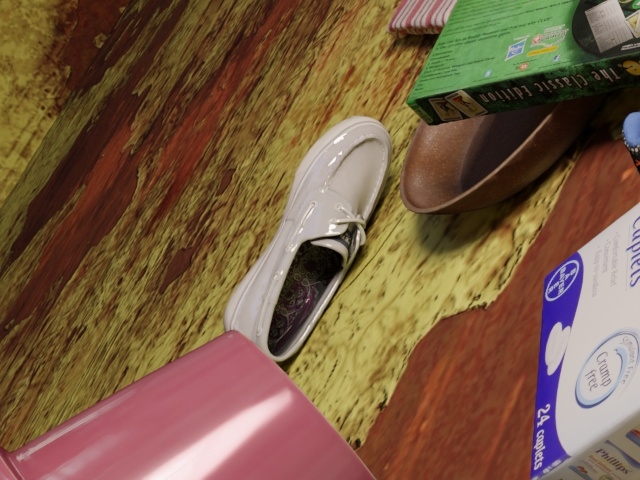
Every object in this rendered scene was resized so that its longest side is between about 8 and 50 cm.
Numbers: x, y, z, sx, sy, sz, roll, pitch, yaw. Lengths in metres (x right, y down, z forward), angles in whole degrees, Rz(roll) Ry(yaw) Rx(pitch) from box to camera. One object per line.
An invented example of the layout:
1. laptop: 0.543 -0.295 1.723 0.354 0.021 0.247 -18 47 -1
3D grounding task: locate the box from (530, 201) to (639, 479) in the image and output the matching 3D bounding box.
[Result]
1. box: 0.153 0.034 0.652 0.137 0.072 0.126 -42 21 33

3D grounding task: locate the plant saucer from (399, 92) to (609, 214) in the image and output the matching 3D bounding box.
1. plant saucer: 0.124 -0.089 1.030 0.198 0.036 0.198 -47 18 20

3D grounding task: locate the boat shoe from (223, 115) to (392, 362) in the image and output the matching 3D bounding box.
1. boat shoe: 0.000 0.000 1.150 0.184 0.066 0.063 -54 31 -9

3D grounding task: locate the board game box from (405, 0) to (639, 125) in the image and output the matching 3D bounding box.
1. board game box: 0.167 -0.136 0.920 0.260 0.030 0.136 -6 50 49

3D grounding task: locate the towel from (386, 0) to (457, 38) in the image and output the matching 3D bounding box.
1. towel: 0.121 -0.214 1.305 0.144 0.029 0.197 -55 14 -4

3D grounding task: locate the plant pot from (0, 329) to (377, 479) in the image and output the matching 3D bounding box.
1. plant pot: -0.070 0.149 0.851 0.180 0.201 0.201 -41 15 -9

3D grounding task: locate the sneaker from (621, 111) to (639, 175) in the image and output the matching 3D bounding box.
1. sneaker: 0.211 -0.094 0.721 0.221 0.087 0.083 -56 18 -5
